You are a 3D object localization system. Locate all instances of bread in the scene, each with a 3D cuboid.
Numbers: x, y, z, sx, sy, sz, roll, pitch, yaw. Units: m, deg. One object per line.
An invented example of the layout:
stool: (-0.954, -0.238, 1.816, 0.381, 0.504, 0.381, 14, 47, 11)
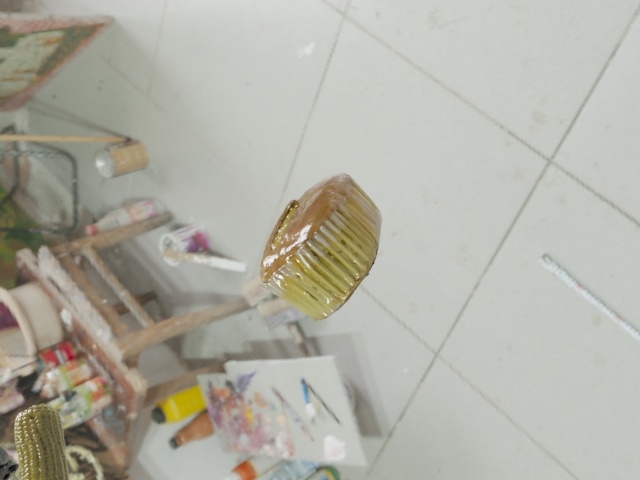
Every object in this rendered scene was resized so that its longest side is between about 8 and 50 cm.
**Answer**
bread: (0.000, 0.000, 1.451, 0.156, 0.288, 0.204, 41, 123, -10)

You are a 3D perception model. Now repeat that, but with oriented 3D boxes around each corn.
corn: (-0.462, 0.388, 1.368, 0.080, 0.080, 0.231, -36, 60, 46)

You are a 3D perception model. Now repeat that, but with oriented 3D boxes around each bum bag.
bum bag: (-0.830, 0.517, 2.046, 0.060, 0.106, 0.232, -3, 121, 20)
